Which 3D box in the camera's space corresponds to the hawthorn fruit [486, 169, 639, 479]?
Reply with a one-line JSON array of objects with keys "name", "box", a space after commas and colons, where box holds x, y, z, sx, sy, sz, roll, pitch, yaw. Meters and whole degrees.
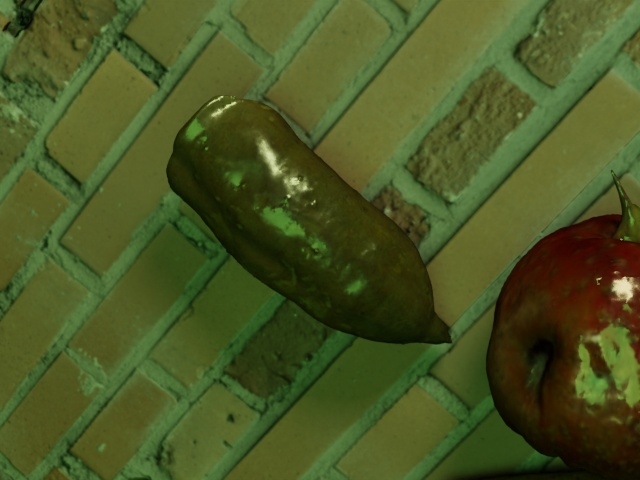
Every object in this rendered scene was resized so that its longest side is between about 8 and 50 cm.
[{"name": "hawthorn fruit", "box": [0.296, 0.106, 1.117, 0.258, 0.258, 0.261, 37, 90, 1]}]

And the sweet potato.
[{"name": "sweet potato", "box": [0.000, 0.000, 1.199, 0.370, 0.158, 0.158, 41, 110, 1]}]

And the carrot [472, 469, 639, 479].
[{"name": "carrot", "box": [0.265, 0.297, 1.264, 0.260, 0.070, 0.070, -7, 103, 16]}]
